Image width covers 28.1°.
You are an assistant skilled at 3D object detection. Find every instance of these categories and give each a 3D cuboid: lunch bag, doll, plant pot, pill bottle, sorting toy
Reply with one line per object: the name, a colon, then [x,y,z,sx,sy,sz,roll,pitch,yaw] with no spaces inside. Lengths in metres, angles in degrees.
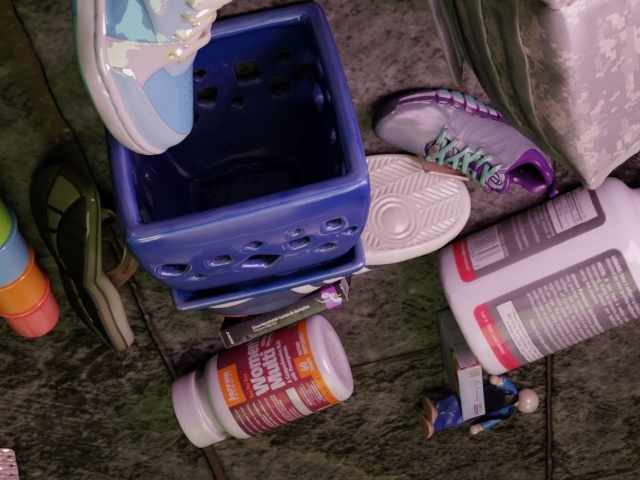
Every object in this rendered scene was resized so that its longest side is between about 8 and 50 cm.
lunch bag: [0.179,-0.226,1.110,0.169,0.287,0.235,-34,140,-9]
doll: [0.244,0.255,1.949,0.189,0.046,0.129,-8,134,-18]
plant pot: [-0.078,-0.067,1.282,0.236,0.236,0.212,-13,149,-2]
pill bottle: [-0.078,0.191,1.699,0.221,0.121,0.121,-23,142,12]
sorting toy: [0.146,-0.086,1.461,0.083,0.062,0.012,9,125,-27]
pill bottle: [0.320,0.029,1.571,0.319,0.176,0.176,-24,142,14]

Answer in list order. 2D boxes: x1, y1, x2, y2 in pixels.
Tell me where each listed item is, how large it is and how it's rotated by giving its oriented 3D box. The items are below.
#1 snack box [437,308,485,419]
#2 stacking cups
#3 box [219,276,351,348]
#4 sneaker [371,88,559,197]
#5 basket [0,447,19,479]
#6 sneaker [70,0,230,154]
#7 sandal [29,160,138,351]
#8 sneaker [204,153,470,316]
snack box: [0.196,0.171,1.778,0.037,0.100,0.141,-14,143,-1]
stacking cups: [-0.369,0.009,1.398,0.096,0.096,0.316,-13,145,-1]
box: [-0.041,0.074,1.573,0.162,0.116,0.029,-23,104,10]
sneaker: [0.167,-0.103,1.415,0.224,0.098,0.083,5,139,-24]
basket: [-0.499,0.372,1.814,0.113,0.103,0.167,11,138,-29]
sneaker: [-0.095,-0.209,1.061,0.208,0.127,0.319,4,125,15]
sandal: [-0.250,0.010,1.440,0.086,0.120,0.302,-34,150,-20]
sneaker: [0.000,0.000,1.495,0.350,0.131,0.148,-14,164,-8]
